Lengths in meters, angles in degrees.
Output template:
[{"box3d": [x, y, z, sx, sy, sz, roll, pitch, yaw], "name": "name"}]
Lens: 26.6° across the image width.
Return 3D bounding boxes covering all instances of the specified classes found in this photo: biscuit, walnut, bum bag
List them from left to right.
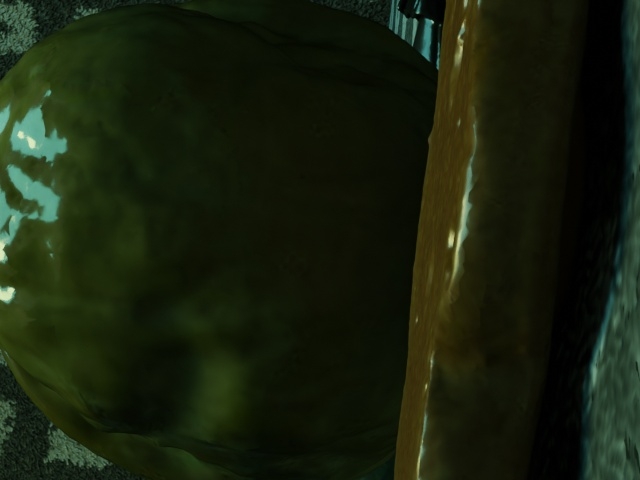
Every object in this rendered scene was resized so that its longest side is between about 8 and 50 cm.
[{"box3d": [-0.048, 0.000, 0.734, 0.282, 0.276, 0.253, -61, -13, -66], "name": "walnut"}, {"box3d": [0.070, -0.089, 0.875, 0.087, 0.049, 0.198, 61, -147, -80], "name": "bum bag"}, {"box3d": [0.063, -0.035, 0.473, 0.202, 0.047, 0.334, 87, -170, -83], "name": "biscuit"}]

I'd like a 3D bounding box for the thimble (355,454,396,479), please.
[{"box3d": [0.004, 0.179, 1.232, 0.198, 0.143, 0.235, -78, -9, -82], "name": "thimble"}]
